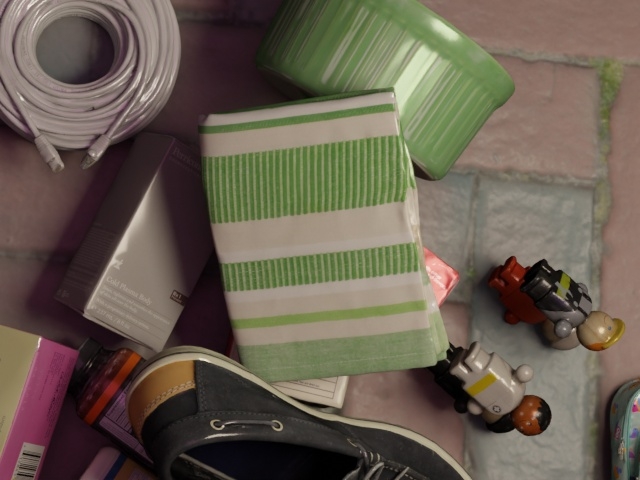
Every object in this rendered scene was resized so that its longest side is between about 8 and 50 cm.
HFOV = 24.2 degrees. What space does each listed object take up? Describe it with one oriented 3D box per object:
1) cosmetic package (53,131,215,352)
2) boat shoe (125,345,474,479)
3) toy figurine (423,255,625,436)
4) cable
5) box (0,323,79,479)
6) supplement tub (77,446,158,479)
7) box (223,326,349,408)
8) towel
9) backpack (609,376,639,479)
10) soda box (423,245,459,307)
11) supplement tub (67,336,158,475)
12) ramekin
[{"bbox_3d":[-0.206,0.000,1.807,0.127,0.107,0.238,30,84,-33],"label":"cosmetic package"},{"bbox_3d":[-0.004,0.283,1.724,0.500,0.156,0.187,29,115,-30],"label":"boat shoe"},{"bbox_3d":[0.250,0.135,1.821,0.148,0.209,0.213,42,81,-8],"label":"toy figurine"},{"bbox_3d":[-0.300,-0.237,1.844,0.257,0.089,0.257,-41,90,-10],"label":"cable"},{"bbox_3d":[-0.437,0.190,1.726,0.243,0.117,0.214,14,81,16],"label":"box"},{"bbox_3d":[-0.215,0.354,1.768,0.199,0.144,0.144,36,81,-3],"label":"supplement tub"},{"bbox_3d":[-0.027,0.079,1.830,0.148,0.127,0.232,14,82,-6],"label":"box"},{"bbox_3d":[0.000,0.000,1.667,0.247,0.038,0.325,-6,109,15],"label":"towel"},{"bbox_3d":[0.449,0.259,1.871,0.165,0.144,0.188,-2,82,-2],"label":"backpack"},{"bbox_3d":[0.031,-0.001,1.739,0.263,0.083,0.092,37,81,-2],"label":"soda box"},{"bbox_3d":[-0.221,0.201,1.803,0.198,0.106,0.106,37,81,-2],"label":"supplement tub"},{"bbox_3d":[0.067,-0.200,1.790,0.303,0.303,0.148,32,89,-4],"label":"ramekin"}]
